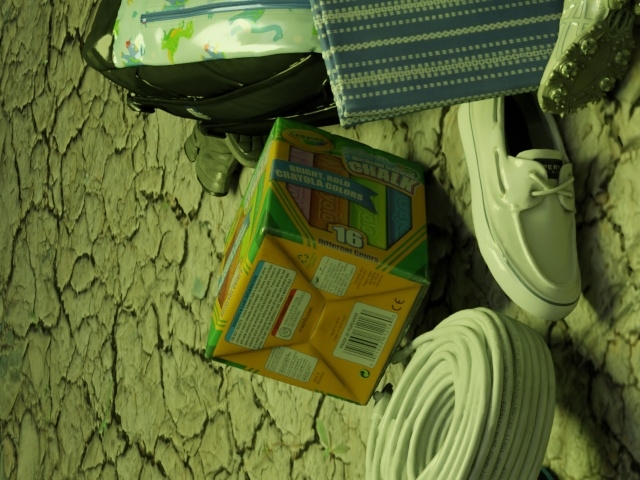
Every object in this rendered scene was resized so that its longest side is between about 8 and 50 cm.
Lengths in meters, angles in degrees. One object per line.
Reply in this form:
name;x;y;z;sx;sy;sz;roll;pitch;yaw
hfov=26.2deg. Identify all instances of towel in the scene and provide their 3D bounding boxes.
towel;0.099;-0.271;1.333;0.040;0.243;0.336;91;167;-64

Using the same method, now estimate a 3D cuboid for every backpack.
backpack;-0.037;-0.232;1.514;0.355;0.290;0.273;19;89;52

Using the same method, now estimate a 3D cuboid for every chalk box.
chalk box;0.000;0.000;1.464;0.289;0.179;0.180;-88;19;-57

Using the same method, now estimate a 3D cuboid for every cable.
cable;0.124;0.188;1.283;0.257;0.089;0.257;-46;25;55

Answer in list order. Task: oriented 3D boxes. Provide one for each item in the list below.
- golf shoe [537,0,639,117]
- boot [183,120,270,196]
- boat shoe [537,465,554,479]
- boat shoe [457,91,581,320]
golf shoe;0.244;-0.196;1.232;0.176;0.069;0.086;-59;34;22
boot;-0.117;-0.122;1.835;0.246;0.083;0.161;-119;36;-50
boat shoe;0.190;0.324;1.248;0.109;0.089;0.258;-42;52;50
boat shoe;0.191;-0.053;1.274;0.084;0.095;0.258;-53;46;50
